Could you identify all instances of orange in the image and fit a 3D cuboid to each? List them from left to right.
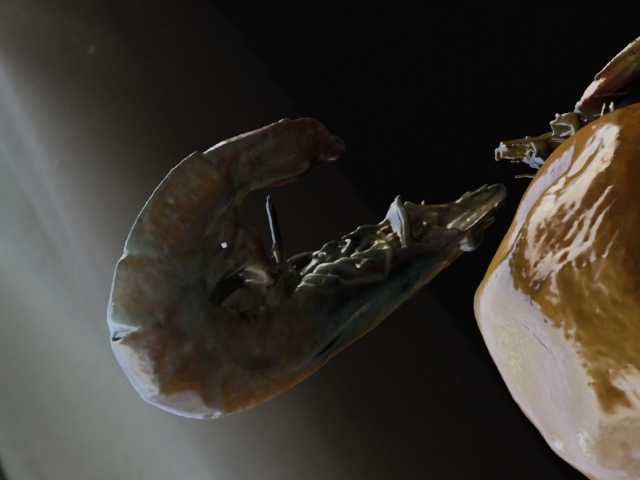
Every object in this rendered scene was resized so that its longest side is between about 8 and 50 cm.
[{"bbox_3d":[0.207,0.046,0.756,0.249,0.183,0.249,17,-124,-26],"label":"orange"}]

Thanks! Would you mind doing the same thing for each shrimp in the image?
[{"bbox_3d":[0.001,0.001,0.648,0.251,0.052,0.144,-28,-59,-32],"label":"shrimp"},{"bbox_3d":[0.304,-0.132,1.174,0.287,0.063,0.152,-7,-98,0],"label":"shrimp"}]
